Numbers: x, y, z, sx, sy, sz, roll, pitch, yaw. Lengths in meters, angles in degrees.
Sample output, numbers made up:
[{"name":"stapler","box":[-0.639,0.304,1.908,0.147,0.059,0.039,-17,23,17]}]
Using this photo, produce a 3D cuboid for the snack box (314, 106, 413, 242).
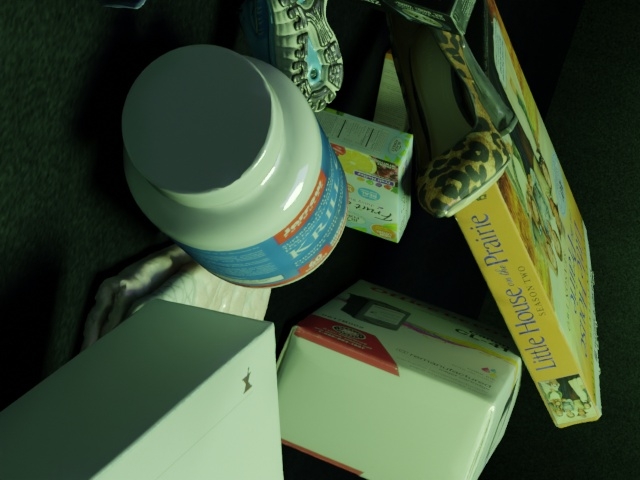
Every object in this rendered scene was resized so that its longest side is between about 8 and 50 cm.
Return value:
[{"name":"snack box","box":[0.029,-0.059,1.461,0.141,0.100,0.037,87,25,-62]}]

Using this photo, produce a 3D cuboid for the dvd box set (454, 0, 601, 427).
[{"name":"dvd box set","box":[0.222,-0.037,1.830,0.308,0.062,0.420,-85,155,-44]}]

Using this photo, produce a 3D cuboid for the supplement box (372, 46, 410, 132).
[{"name":"supplement box","box":[0.085,-0.162,1.699,0.062,0.036,0.098,-57,162,-49]}]

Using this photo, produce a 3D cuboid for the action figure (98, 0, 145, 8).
[{"name":"action figure","box":[0.003,-0.271,0.846,0.330,0.178,0.341,65,43,-60]}]

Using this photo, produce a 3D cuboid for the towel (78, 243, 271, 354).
[{"name":"towel","box":[-0.126,0.156,1.230,0.317,0.053,0.332,-29,138,-73]}]

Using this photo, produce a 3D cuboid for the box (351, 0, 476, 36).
[{"name":"box","box":[0.059,-0.256,1.168,0.077,0.147,0.180,20,89,-78]}]

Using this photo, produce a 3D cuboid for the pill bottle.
[{"name":"pill bottle","box":[-0.055,-0.046,1.047,0.221,0.124,0.124,51,59,-76]}]

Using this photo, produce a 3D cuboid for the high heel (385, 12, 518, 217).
[{"name":"high heel","box":[0.091,-0.130,1.488,0.093,0.186,0.261,-32,-167,27]}]

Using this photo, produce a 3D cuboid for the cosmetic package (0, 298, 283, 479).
[{"name":"cosmetic package","box":[-0.145,0.239,0.892,0.377,0.097,0.284,-38,134,-53]}]

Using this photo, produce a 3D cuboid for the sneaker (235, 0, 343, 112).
[{"name":"sneaker","box":[-0.034,-0.166,1.122,0.063,0.073,0.162,-24,119,-41]}]

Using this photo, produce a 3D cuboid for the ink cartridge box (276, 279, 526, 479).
[{"name":"ink cartridge box","box":[0.088,0.156,1.769,0.306,0.226,0.131,-34,143,-73]}]
